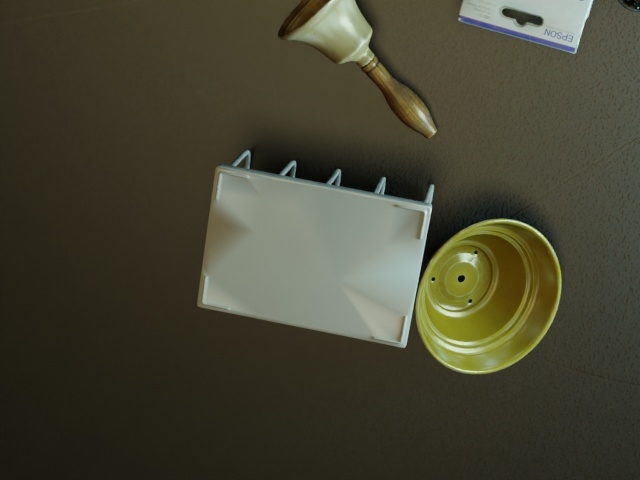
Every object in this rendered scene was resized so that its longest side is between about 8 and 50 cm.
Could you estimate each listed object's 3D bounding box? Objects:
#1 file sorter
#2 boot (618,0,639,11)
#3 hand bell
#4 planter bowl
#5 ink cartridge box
[{"bbox_3d":[0.000,0.000,1.858,0.278,0.173,0.192,11,107,5],"label":"file sorter"},{"bbox_3d":[0.417,-0.399,1.676,0.094,0.207,0.246,21,106,1],"label":"boot"},{"bbox_3d":[0.071,-0.226,1.838,0.126,0.126,0.242,-40,108,16],"label":"hand bell"},{"bbox_3d":[0.206,0.063,1.872,0.217,0.090,0.217,-7,109,-22],"label":"planter bowl"},{"bbox_3d":[0.294,-0.418,1.763,0.165,0.065,0.332,17,105,3],"label":"ink cartridge box"}]
